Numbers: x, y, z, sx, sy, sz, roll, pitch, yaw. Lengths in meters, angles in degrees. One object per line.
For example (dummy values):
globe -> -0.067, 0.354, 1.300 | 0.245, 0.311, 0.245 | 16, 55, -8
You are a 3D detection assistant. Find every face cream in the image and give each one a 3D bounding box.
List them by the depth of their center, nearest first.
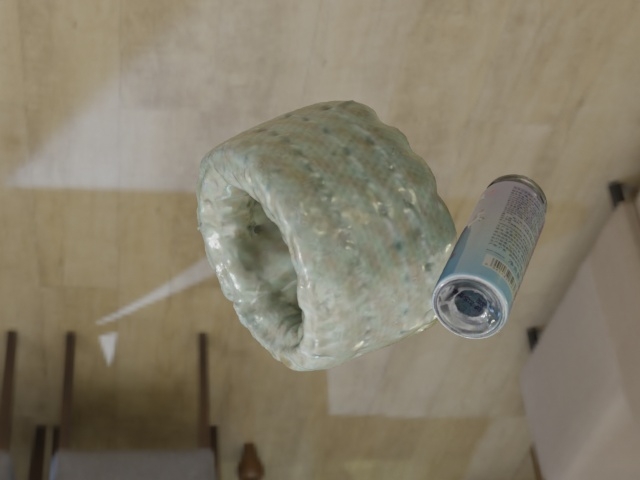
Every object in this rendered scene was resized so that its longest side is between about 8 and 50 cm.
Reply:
face cream -> 0.175, 0.004, 1.179 | 0.075, 0.229, 0.075 | 11, 124, 17

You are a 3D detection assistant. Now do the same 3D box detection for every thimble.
thimble -> 0.000, 0.000, 1.318 | 0.195, 0.291, 0.291 | -21, 150, -25
